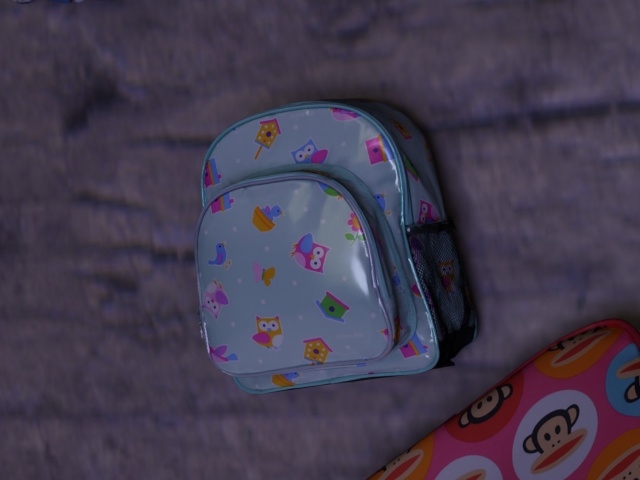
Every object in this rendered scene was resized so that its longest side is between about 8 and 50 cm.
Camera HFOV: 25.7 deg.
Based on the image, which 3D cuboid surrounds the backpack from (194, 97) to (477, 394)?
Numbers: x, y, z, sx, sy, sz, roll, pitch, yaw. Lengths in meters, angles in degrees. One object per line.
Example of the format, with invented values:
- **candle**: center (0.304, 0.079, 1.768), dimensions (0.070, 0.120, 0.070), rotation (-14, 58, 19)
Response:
- **backpack**: center (0.000, 0.000, 0.914), dimensions (0.166, 0.144, 0.188), rotation (-10, 86, 27)

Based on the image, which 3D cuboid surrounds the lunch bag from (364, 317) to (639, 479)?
- **lunch bag**: center (0.121, 0.209, 0.810), dimensions (0.293, 0.258, 0.120), rotation (-40, 116, 22)

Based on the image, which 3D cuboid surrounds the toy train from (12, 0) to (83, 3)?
- **toy train**: center (-0.177, -0.255, 1.006), dimensions (0.105, 0.080, 0.184), rotation (16, 98, 14)
